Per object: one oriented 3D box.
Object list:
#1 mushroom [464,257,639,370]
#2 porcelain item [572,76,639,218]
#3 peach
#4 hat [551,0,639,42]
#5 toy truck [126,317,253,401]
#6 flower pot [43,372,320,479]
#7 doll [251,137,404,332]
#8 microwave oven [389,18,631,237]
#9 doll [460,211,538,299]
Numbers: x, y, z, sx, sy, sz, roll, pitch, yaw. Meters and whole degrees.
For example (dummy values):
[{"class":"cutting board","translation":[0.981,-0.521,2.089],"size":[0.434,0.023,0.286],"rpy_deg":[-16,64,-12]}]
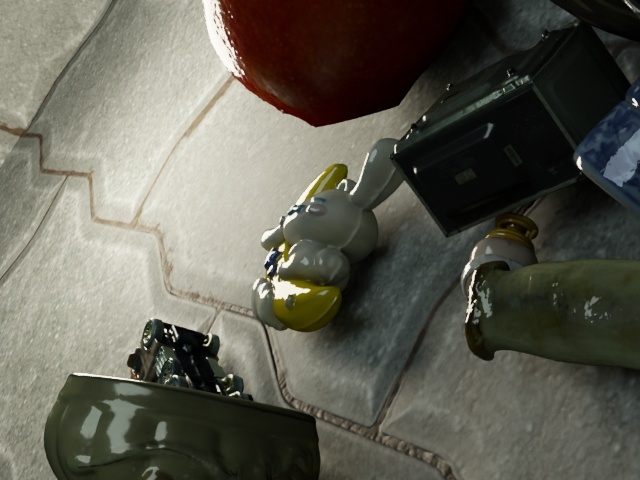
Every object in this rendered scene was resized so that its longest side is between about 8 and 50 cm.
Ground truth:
[{"class":"mushroom","translation":[0.249,0.065,1.121],"size":[0.312,0.081,0.100],"rpy_deg":[-1,79,50]},{"class":"porcelain item","translation":[0.306,-0.068,1.103],"size":[0.114,0.147,0.147],"rpy_deg":[-51,28,12]},{"class":"peach","translation":[0.017,-0.334,1.651],"size":[0.388,0.388,0.388],"rpy_deg":[-39,32,31]},{"class":"hat","translation":[0.347,-0.211,1.170],"size":[0.257,0.366,0.382],"rpy_deg":[102,157,-63]},{"class":"toy truck","translation":[-0.179,0.214,1.653],"size":[0.140,0.108,0.257],"rpy_deg":[-65,28,15]},{"class":"flower pot","translation":[-0.153,0.283,1.361],"size":[0.307,0.307,0.244],"rpy_deg":[-6,73,57]},{"class":"doll","translation":[0.000,0.000,1.574],"size":[0.252,0.111,0.237],"rpy_deg":[-19,43,62]},{"class":"microwave oven","translation":[0.195,-0.117,1.312],"size":[0.205,0.129,0.163],"rpy_deg":[-27,13,44]},{"class":"doll","translation":[0.180,0.040,1.296],"size":[0.084,0.073,0.127],"rpy_deg":[103,-171,-63]}]
